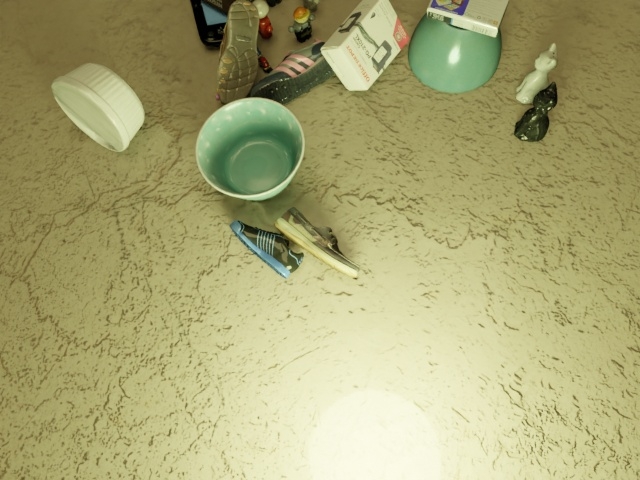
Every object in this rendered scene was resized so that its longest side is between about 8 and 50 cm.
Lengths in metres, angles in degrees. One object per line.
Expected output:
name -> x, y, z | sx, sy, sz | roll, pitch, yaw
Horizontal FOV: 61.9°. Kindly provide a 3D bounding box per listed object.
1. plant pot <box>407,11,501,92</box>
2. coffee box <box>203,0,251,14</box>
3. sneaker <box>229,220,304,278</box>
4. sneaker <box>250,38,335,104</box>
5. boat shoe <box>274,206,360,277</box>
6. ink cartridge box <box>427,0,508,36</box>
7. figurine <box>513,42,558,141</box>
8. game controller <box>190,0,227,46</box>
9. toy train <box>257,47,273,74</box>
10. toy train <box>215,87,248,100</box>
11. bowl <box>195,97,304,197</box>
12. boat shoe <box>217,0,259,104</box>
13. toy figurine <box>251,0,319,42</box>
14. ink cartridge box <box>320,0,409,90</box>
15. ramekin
plant pot -> 0.420, -0.628, 1.628 | 0.291, 0.195, 0.289 | -1, 72, 4
coffee box -> -0.269, -0.902, 1.775 | 0.168, 0.118, 0.297 | 33, 66, 7
sneaker -> -0.153, 0.007, 1.530 | 0.232, 0.081, 0.090 | 40, 76, 8
sneaker -> -0.097, -0.530, 1.690 | 0.319, 0.112, 0.131 | -29, 62, -12
boat shoe -> 0.000, 0.000, 1.507 | 0.285, 0.103, 0.092 | 33, 82, 20
ink cartridge box -> 0.434, -0.699, 1.522 | 0.207, 0.045, 0.208 | 21, 76, 11
figurine -> 0.634, -0.427, 1.539 | 0.093, 0.209, 0.214 | 7, 72, 6
game controller -> -0.350, -0.795, 1.808 | 0.167, 0.067, 0.318 | -16, 72, -1
toy train -> -0.184, -0.577, 1.739 | 0.027, 0.036, 0.158 | -32, 73, -6
toy train -> -0.269, -0.474, 1.712 | 0.125, 0.046, 0.166 | 7, 69, -7
bowl -> -0.193, -0.240, 1.565 | 0.312, 0.163, 0.311 | -1, 71, 4
boat shoe -> -0.258, -0.573, 1.667 | 0.123, 0.116, 0.323 | 12, 87, -21
toy figurine -> -0.113, -0.771, 1.739 | 0.210, 0.148, 0.212 | 11, 73, 8
ink cartridge box -> 0.140, -0.605, 1.645 | 0.237, 0.172, 0.100 | -52, 37, -12
ramekin -> -0.657, -0.408, 1.611 | 0.273, 0.272, 0.127 | 30, 64, 13
